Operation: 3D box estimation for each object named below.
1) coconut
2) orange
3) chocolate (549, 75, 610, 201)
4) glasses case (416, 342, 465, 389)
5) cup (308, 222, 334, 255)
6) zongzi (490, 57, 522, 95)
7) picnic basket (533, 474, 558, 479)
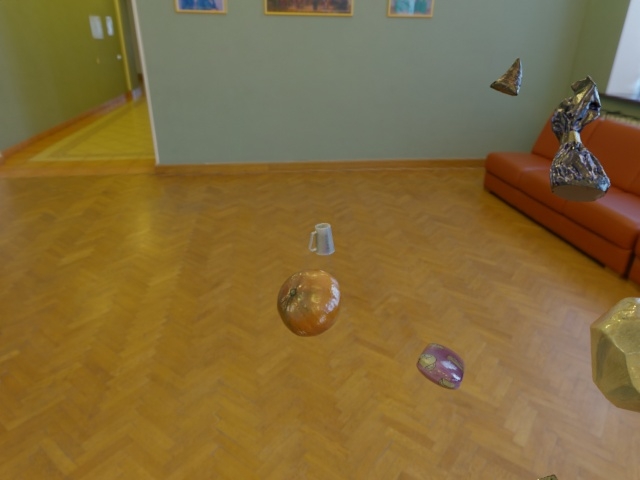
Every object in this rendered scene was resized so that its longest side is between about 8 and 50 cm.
[{"bbox_3d":[0.628,0.223,0.853,0.236,0.237,0.197,4,8,6],"label":"coconut"},{"bbox_3d":[-0.043,0.201,1.471,0.171,0.240,0.240,33,3,-38],"label":"orange"},{"bbox_3d":[0.642,-0.263,1.132,0.126,0.344,0.148,9,-19,-2],"label":"chocolate"},{"bbox_3d":[0.342,0.348,1.253,0.123,0.076,0.316,27,4,20],"label":"glasses case"},{"bbox_3d":[0.000,0.000,1.746,0.104,0.116,0.074,-14,24,-18],"label":"cup"},{"bbox_3d":[0.446,-0.364,1.031,0.067,0.083,0.073,30,-3,38],"label":"zongzi"},{"bbox_3d":[0.388,0.562,0.829,0.196,0.154,0.134,-29,23,20],"label":"picnic basket"}]
